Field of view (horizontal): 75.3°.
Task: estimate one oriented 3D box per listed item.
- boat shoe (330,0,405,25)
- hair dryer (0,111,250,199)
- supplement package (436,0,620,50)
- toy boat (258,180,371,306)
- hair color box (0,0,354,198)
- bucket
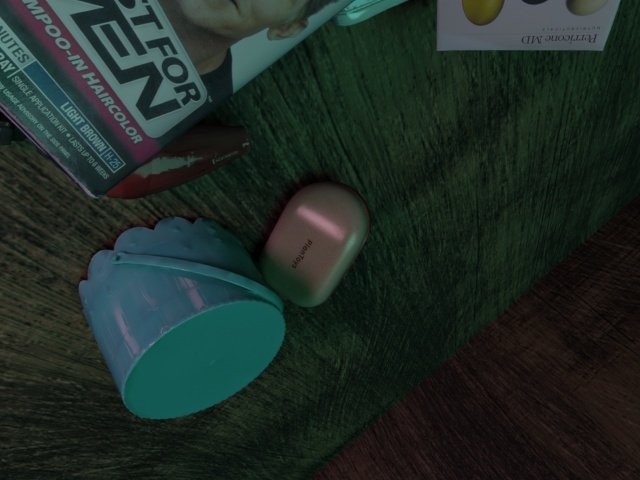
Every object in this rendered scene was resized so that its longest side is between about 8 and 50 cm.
[{"bbox_3d":[0.086,-0.349,0.538,0.184,0.066,0.063,-27,142,-4],"label":"boat shoe"},{"bbox_3d":[-0.197,-0.133,0.446,0.224,0.080,0.294,-42,149,26],"label":"hair dryer"},{"bbox_3d":[0.249,-0.388,0.466,0.262,0.199,0.198,72,35,-51],"label":"supplement package"},{"bbox_3d":[0.000,0.000,0.762,0.231,0.151,0.151,-58,171,21],"label":"toy boat"},{"bbox_3d":[-0.119,-0.218,0.345,0.347,0.105,0.173,-46,140,-17],"label":"hair color box"},{"bbox_3d":[-0.199,0.118,0.635,0.281,0.183,0.281,-25,141,-22],"label":"bucket"}]
